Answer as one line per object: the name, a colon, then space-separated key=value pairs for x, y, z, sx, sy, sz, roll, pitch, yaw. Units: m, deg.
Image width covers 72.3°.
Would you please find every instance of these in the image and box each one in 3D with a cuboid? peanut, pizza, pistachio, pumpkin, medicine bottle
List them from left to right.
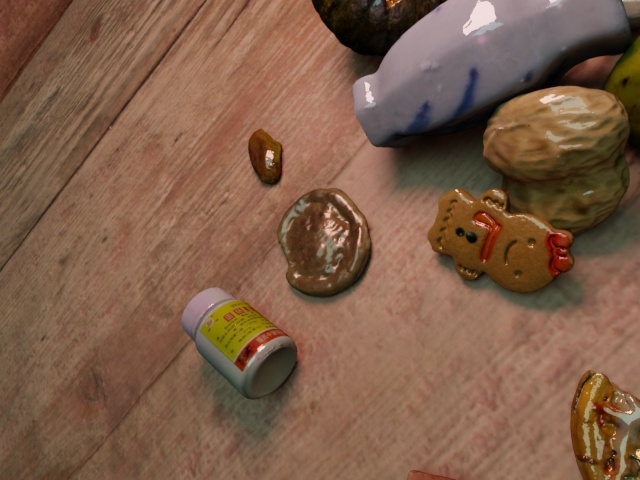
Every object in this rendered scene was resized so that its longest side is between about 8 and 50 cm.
medicine bottle: x=-0.167 y=0.200 z=0.882 sx=0.226 sy=0.139 sz=0.139 roll=30 pitch=90 yaw=34
pistachio: x=-0.137 y=-0.215 z=1.056 sx=0.090 sy=0.049 sz=0.172 roll=-33 pitch=61 yaw=17
pumpkin: x=0.134 y=-0.516 z=0.854 sx=0.320 sy=0.320 sz=0.192 roll=-47 pitch=14 yaw=9
peanut: x=0.351 y=-0.113 z=0.658 sx=0.197 sy=0.232 sz=0.110 roll=3 pitch=42 yaw=45
pizza: x=0.426 y=0.279 z=0.573 sx=0.176 sy=0.036 sz=0.184 roll=5 pitch=77 yaw=31

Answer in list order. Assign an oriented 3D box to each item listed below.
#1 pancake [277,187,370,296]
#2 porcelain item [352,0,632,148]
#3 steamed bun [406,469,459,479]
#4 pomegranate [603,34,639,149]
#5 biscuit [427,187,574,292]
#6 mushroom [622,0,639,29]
pancake: x=-0.001 y=-0.001 z=0.910 sx=0.223 sy=0.042 sz=0.235 roll=-8 pitch=69 yaw=30
porcelain item: x=0.261 y=-0.294 z=0.732 sx=0.406 sy=0.243 sz=0.178 roll=-18 pitch=88 yaw=37
steamed bun: x=0.173 y=0.434 z=0.627 sx=0.145 sy=0.106 sz=0.174 roll=2 pitch=73 yaw=31
pomegranate: x=0.508 y=-0.225 z=0.617 sx=0.199 sy=0.198 sz=0.245 roll=-15 pitch=32 yaw=26
biscuit: x=0.280 y=0.005 z=0.703 sx=0.226 sy=0.036 sz=0.165 roll=32 pitch=124 yaw=31
mushroom: x=0.555 y=-0.380 z=0.673 sx=0.352 sy=0.097 sz=0.109 roll=4 pitch=46 yaw=34
